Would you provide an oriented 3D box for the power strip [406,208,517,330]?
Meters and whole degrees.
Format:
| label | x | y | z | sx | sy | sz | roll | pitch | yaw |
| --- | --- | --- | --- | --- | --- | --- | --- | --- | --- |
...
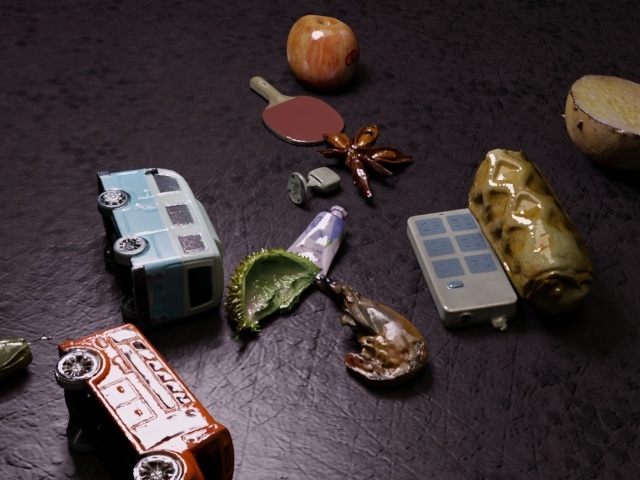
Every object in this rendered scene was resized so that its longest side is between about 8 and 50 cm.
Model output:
| label | x | y | z | sx | sy | sz | roll | pitch | yaw |
| --- | --- | --- | --- | --- | --- | --- | --- | --- | --- |
| power strip | 0.219 | 0.042 | 1.901 | 0.118 | 0.046 | 0.270 | -6 | 39 | -9 |

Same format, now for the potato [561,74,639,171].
| label | x | y | z | sx | sy | sz | roll | pitch | yaw |
| --- | --- | --- | --- | --- | --- | --- | --- | --- | --- |
| potato | 0.548 | -0.195 | 2.165 | 0.239 | 0.116 | 0.299 | 15 | 28 | 9 |

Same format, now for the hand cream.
| label | x | y | z | sx | sy | sz | roll | pitch | yaw |
| --- | --- | --- | --- | --- | --- | --- | --- | --- | --- |
| hand cream | 0.000 | 0.000 | 1.954 | 0.084 | 0.053 | 0.142 | 19 | 51 | 21 |

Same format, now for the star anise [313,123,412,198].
| label | x | y | z | sx | sy | sz | roll | pitch | yaw |
| --- | --- | --- | --- | --- | --- | --- | --- | --- | --- |
| star anise | 0.083 | -0.154 | 2.146 | 0.157 | 0.054 | 0.212 | -22 | 42 | -27 |

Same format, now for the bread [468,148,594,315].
| label | x | y | z | sx | sy | sz | roll | pitch | yaw |
| --- | --- | --- | --- | --- | --- | --- | --- | --- | --- |
| bread | 0.327 | -0.005 | 1.862 | 0.130 | 0.152 | 0.268 | -31 | 52 | 10 |

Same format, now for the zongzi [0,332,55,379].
| label | x | y | z | sx | sy | sz | roll | pitch | yaw |
| --- | --- | --- | --- | --- | --- | --- | --- | --- | --- |
| zongzi | -0.445 | 0.183 | 1.681 | 0.154 | 0.062 | 0.130 | -5 | 27 | -9 |

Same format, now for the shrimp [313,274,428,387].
| label | x | y | z | sx | sy | sz | roll | pitch | yaw |
| --- | --- | --- | --- | --- | --- | --- | --- | --- | --- |
| shrimp | 0.051 | 0.119 | 1.782 | 0.117 | 0.066 | 0.262 | -27 | 42 | -31 |

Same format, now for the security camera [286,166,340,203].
| label | x | y | z | sx | sy | sz | roll | pitch | yaw |
| --- | --- | --- | --- | --- | --- | --- | --- | --- | --- |
| security camera | -0.008 | -0.097 | 2.083 | 0.092 | 0.058 | 0.058 | -13 | 38 | -37 |

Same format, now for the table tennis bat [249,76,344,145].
| label | x | y | z | sx | sy | sz | roll | pitch | yaw |
| --- | --- | --- | --- | --- | --- | --- | --- | --- | --- |
| table tennis bat | -0.057 | -0.247 | 2.295 | 0.138 | 0.022 | 0.246 | -22 | 45 | -28 |

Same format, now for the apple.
| label | x | y | z | sx | sy | sz | roll | pitch | yaw |
| --- | --- | --- | --- | --- | --- | --- | --- | --- | --- |
| apple | 0.004 | -0.371 | 2.364 | 0.146 | 0.131 | 0.146 | 1 | 32 | -1 |

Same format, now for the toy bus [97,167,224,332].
| label | x | y | z | sx | sy | sz | roll | pitch | yaw |
| --- | --- | --- | --- | --- | --- | --- | --- | --- | --- |
| toy bus | -0.250 | 0.000 | 1.873 | 0.164 | 0.133 | 0.271 | -12 | 40 | -16 |

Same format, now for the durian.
| label | x | y | z | sx | sy | sz | roll | pitch | yaw |
| --- | --- | --- | --- | --- | --- | --- | --- | --- | --- |
| durian | -0.090 | 0.073 | 1.832 | 0.100 | 0.086 | 0.215 | 37 | 50 | 19 |

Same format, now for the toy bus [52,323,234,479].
| label | x | y | z | sx | sy | sz | roll | pitch | yaw |
| --- | --- | --- | --- | --- | --- | --- | --- | --- | --- |
| toy bus | -0.216 | 0.252 | 1.539 | 0.153 | 0.143 | 0.329 | -21 | 41 | -26 |
